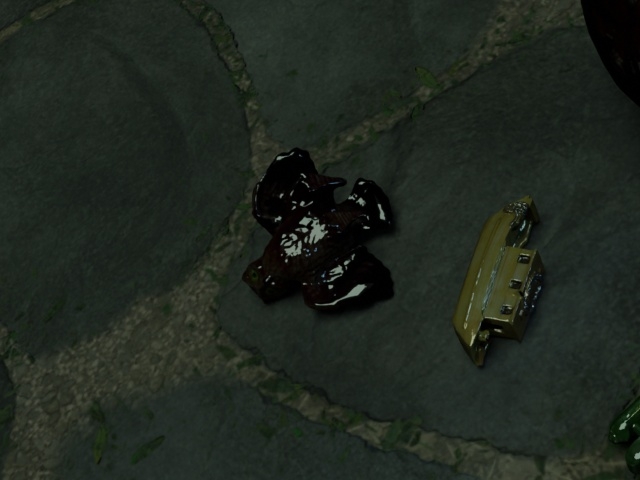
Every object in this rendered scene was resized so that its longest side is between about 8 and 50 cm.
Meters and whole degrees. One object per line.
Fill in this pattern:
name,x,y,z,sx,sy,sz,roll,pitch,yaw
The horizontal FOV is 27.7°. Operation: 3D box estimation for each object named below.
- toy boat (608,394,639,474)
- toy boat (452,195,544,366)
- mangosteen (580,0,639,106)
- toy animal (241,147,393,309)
toy boat,0.374,0.151,1.252,0.210,0.052,0.104,-43,46,-3
toy boat,0.203,0.042,1.422,0.077,0.057,0.200,8,61,27
mangosteen,0.466,-0.271,1.323,0.381,0.421,0.381,4,95,58
toy animal,-0.006,0.005,1.557,0.179,0.116,0.218,-44,72,30
